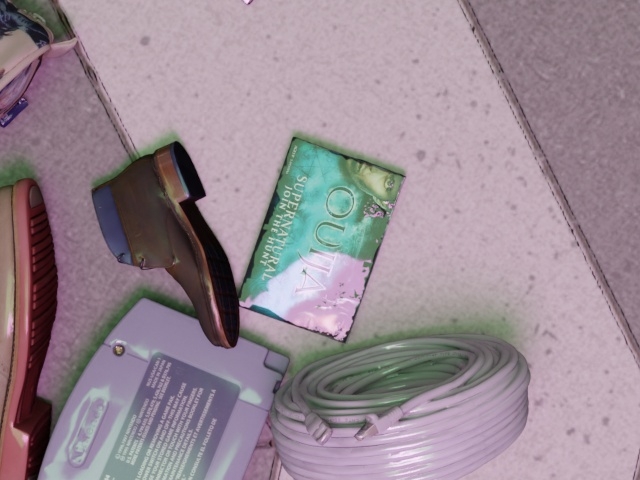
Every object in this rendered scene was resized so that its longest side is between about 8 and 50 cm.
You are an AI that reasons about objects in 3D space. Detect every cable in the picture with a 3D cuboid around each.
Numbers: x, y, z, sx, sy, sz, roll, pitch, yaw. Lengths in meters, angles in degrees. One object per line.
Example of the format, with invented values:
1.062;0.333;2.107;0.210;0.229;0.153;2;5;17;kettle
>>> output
0.079;0.163;1.354;0.257;0.257;0.089;-15;100;-19;cable

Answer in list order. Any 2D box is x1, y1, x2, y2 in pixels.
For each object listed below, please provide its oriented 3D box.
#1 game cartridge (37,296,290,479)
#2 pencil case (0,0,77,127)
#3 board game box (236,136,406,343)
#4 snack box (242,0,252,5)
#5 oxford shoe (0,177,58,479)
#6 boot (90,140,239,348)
-0.175;0.219;1.425;0.198;0.062;0.297;22;77;1;game cartridge
-0.437;-0.284;1.370;0.410;0.160;0.183;50;54;-2;pencil case
0.000;0.000;1.454;0.126;0.026;0.186;19;95;0;board game box
-0.120;-0.324;1.430;0.178;0.022;0.064;42;96;-3;snack box
-0.343;0.107;1.422;0.130;0.123;0.348;6;95;3;oxford shoe
-0.157;0.018;1.435;0.106;0.082;0.219;-20;80;13;boot
